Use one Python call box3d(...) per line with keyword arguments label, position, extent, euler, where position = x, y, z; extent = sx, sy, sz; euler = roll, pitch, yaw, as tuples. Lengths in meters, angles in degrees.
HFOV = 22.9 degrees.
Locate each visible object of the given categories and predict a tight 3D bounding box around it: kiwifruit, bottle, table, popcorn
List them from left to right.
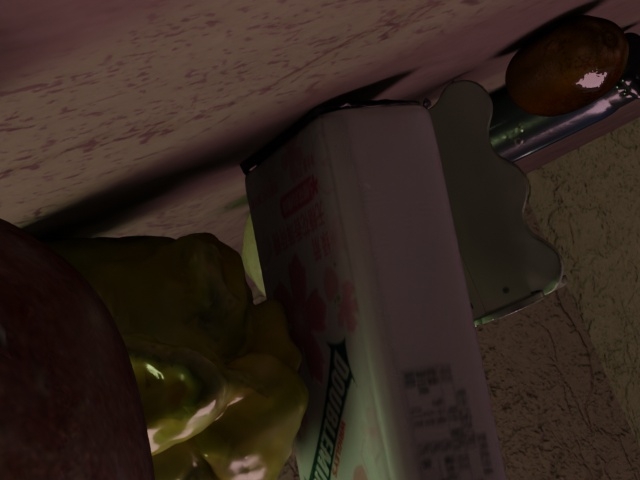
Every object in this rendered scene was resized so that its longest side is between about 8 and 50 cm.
box3d(label="popcorn", position=(-0.162, 0.133, 1.193), extent=(0.312, 0.312, 0.312), euler=(-24, 177, -1))
box3d(label="table", position=(0.103, -0.023, 1.360), extent=(0.167, 0.198, 0.166), euler=(-23, 177, -1))
box3d(label="bottle", position=(0.221, -0.132, 1.591), extent=(0.244, 0.072, 0.082), euler=(-25, -147, 33))
box3d(label="kiwifruit", position=(0.199, -0.140, 1.283), extent=(0.075, 0.075, 0.124), euler=(-22, 180, -31))

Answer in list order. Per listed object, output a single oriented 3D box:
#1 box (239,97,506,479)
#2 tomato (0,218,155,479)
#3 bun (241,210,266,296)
box3d(label="box", position=(0.042, 0.085, 1.199), extent=(0.112, 0.369, 0.190), euler=(-4, 168, -26))
box3d(label="tomato", position=(-0.212, 0.108, 0.573), extent=(0.317, 0.282, 0.316), euler=(-6, -171, 1))
box3d(label="bun", position=(0.000, 0.000, 1.597), extent=(0.167, 0.113, 0.173), euler=(-16, 133, -12))
